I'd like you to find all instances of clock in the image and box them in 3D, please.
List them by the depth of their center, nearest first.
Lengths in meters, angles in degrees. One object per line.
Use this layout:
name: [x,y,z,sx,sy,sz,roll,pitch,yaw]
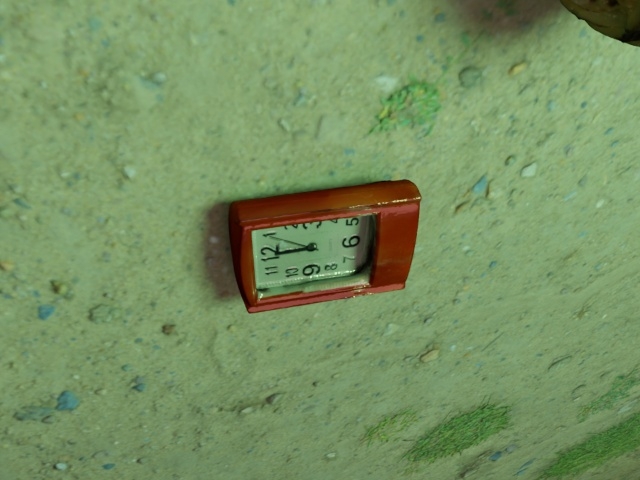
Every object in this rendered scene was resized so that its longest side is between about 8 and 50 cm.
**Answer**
clock: [0.000,0.000,0.487,0.155,0.061,0.113,-9,135,-12]

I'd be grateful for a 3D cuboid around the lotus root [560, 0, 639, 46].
lotus root: [0.264,-0.243,0.293,0.310,0.182,0.183,-46,133,12]
